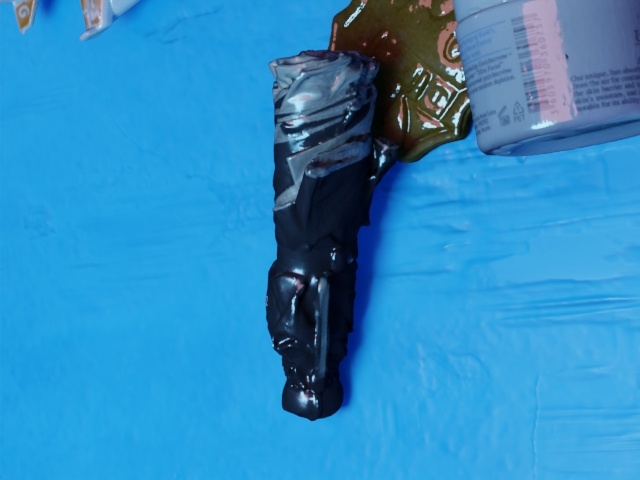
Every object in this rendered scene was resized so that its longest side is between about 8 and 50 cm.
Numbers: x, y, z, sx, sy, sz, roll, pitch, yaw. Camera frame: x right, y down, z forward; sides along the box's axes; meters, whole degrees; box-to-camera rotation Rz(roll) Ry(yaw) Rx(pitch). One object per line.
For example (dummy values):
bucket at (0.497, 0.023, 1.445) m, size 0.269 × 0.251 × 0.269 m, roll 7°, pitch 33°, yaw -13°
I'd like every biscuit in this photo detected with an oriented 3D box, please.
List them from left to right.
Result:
biscuit at (0.078, -0.162, 1.502) m, size 0.182 × 0.034 × 0.215 m, roll 46°, pitch 115°, yaw 23°

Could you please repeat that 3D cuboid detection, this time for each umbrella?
umbrella at (0.006, 0.000, 1.497) m, size 0.106 × 0.113 × 0.357 m, roll 25°, pitch 119°, yaw 52°

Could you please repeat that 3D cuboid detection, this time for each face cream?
face cream at (0.203, -0.156, 1.336) m, size 0.177 × 0.177 × 0.153 m, roll -12°, pitch 88°, yaw 33°

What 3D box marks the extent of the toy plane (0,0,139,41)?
toy plane at (-0.266, -0.316, 1.673) m, size 0.245 × 0.117 × 0.244 m, roll 0°, pitch 91°, yaw 34°
